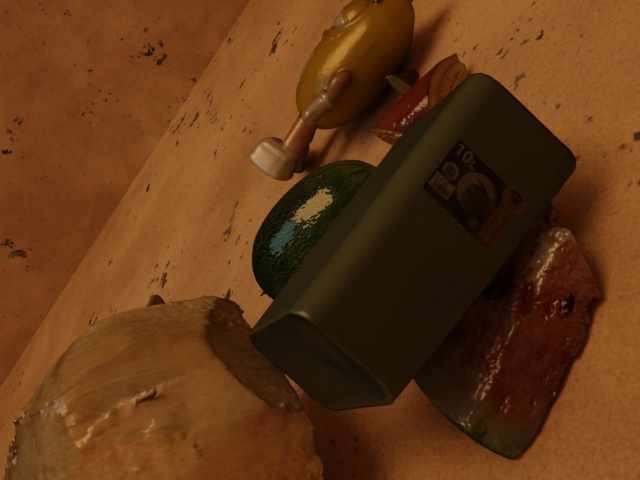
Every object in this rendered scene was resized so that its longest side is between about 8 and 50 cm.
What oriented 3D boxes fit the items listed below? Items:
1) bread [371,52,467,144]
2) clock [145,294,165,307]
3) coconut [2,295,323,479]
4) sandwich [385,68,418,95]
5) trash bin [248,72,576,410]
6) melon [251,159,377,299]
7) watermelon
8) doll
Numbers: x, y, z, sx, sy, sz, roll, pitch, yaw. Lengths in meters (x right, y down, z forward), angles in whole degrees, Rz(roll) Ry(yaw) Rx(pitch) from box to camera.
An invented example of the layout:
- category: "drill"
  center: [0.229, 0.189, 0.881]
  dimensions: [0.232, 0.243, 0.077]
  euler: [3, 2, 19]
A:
- category: "bread"
  center: [0.160, -0.204, 1.168]
  dimensions: [0.192, 0.067, 0.119]
  euler: [-45, 30, 29]
- category: "clock"
  center: [-0.278, 0.269, 1.244]
  dimensions: [0.117, 0.286, 0.348]
  euler: [-51, 18, 52]
- category: "coconut"
  center: [-0.208, 0.277, 0.923]
  dimensions: [0.404, 0.404, 0.405]
  euler: [-42, 31, 33]
- category: "sandwich"
  center: [0.151, -0.278, 1.296]
  dimensions: [0.031, 0.044, 0.083]
  euler: [-26, -1, 43]
- category: "trash bin"
  center: [0.097, 0.013, 0.808]
  dimensions: [0.343, 0.158, 0.223]
  euler: [-52, 6, -25]
- category: "melon"
  center: [0.000, 0.000, 1.120]
  dimensions: [0.287, 0.182, 0.182]
  euler: [-42, 31, 28]
- category: "watermelon"
  center: [0.206, 0.099, 0.776]
  dimensions: [0.241, 0.094, 0.154]
  euler: [-54, 32, 5]
- category: "doll"
  center: [0.025, -0.288, 1.413]
  dimensions: [0.423, 0.161, 0.348]
  euler: [-56, 8, -8]
